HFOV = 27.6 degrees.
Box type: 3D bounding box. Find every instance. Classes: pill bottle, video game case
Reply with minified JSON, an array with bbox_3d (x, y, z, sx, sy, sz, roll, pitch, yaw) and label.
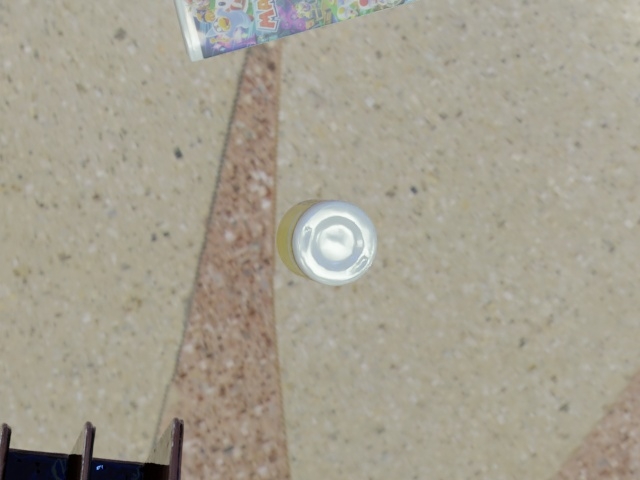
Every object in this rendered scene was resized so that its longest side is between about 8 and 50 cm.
[{"bbox_3d":[0.000,0.000,1.012,0.065,0.116,0.065,0,92,-13],"label":"pill bottle"},{"bbox_3d":[-0.002,-0.124,0.497,0.122,0.011,0.087,-17,122,-8],"label":"video game case"}]

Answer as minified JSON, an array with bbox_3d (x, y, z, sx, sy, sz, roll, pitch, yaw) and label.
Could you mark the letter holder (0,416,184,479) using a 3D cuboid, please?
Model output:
[{"bbox_3d":[-0.208,0.301,1.061,0.152,0.302,0.214,9,156,-15],"label":"letter holder"}]
